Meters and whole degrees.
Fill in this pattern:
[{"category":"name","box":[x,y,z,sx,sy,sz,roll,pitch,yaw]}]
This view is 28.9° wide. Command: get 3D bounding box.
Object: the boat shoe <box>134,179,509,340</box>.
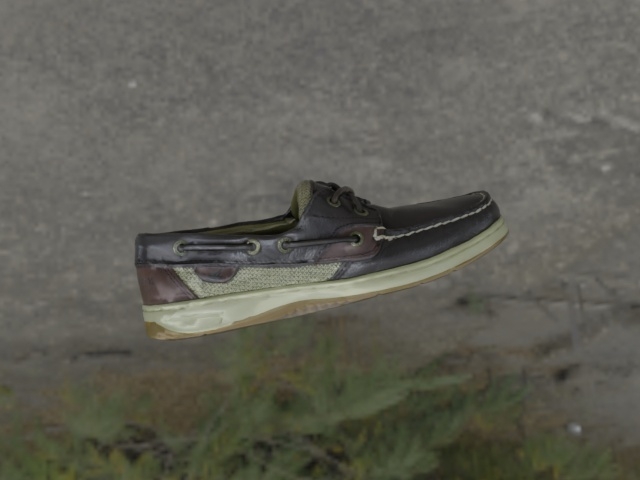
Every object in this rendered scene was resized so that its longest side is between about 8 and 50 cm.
[{"category":"boat shoe","box":[0.000,0.000,0.496,0.152,0.049,0.056,-16,-170,-9]}]
